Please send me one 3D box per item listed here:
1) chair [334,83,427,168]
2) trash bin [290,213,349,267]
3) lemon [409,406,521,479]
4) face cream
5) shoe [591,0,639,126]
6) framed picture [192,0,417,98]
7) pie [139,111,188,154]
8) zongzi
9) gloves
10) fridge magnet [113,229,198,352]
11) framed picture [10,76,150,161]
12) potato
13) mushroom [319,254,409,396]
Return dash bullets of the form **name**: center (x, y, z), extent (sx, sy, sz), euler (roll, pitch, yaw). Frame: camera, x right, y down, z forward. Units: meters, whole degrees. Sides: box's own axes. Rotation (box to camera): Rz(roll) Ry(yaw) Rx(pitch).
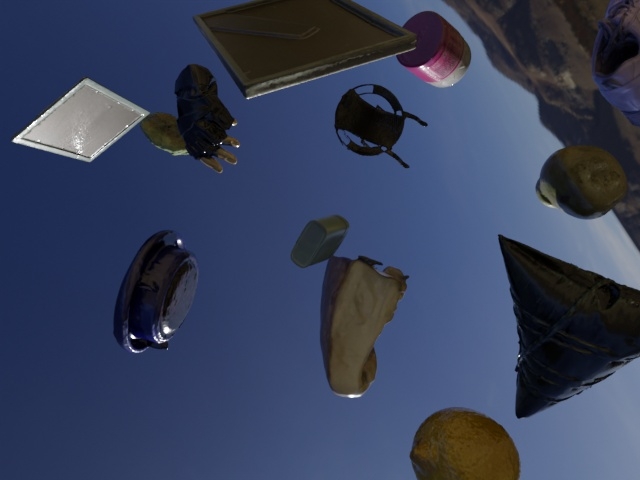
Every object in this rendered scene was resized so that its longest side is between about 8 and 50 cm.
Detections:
- **chair**: center (0.145, -0.293, 1.223), extent (0.149, 0.174, 0.213), euler (30, -170, 38)
- **trash bin**: center (0.000, 0.000, 1.100), extent (0.059, 0.116, 0.130), euler (36, -158, 16)
- **lemon**: center (0.275, 0.414, 0.905), extent (0.244, 0.187, 0.187), euler (18, -135, -23)
- **face cream**: center (0.354, -0.588, 1.489), extent (0.194, 0.175, 0.175), euler (8, -126, -47)
- **shoe**: center (0.423, -0.286, 0.650), extent (0.137, 0.095, 0.245), euler (13, -104, -34)
- **framed picture**: center (-0.043, -0.308, 0.699), extent (0.324, 0.240, 0.020), euler (-124, 18, -45)
- **pie**: center (-0.470, -0.336, 1.494), extent (0.186, 0.041, 0.187), euler (26, -145, -20)
- **zongzi**: center (0.501, 0.152, 1.041), extent (0.362, 0.384, 0.319), euler (37, -120, 18)
- **gloves**: center (-0.243, -0.247, 1.024), extent (0.124, 0.164, 0.204), euler (-8, -94, -16)
- **fridge magnet**: center (-0.339, 0.108, 1.005), extent (0.112, 0.266, 0.266), euler (15, -144, 4)
- **framed picture**: center (-0.588, -0.295, 1.202), extent (0.019, 0.232, 0.296), euler (54, -175, 4)
- **potato**: center (0.520, -0.116, 0.981), extent (0.157, 0.157, 0.194), euler (54, 174, -2)
- **mushroom**: center (0.074, 0.246, 1.442), extent (0.224, 0.313, 0.398), euler (17, -94, -22)
